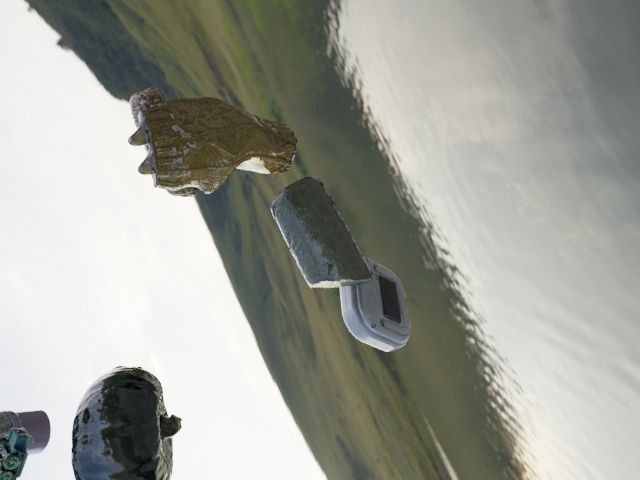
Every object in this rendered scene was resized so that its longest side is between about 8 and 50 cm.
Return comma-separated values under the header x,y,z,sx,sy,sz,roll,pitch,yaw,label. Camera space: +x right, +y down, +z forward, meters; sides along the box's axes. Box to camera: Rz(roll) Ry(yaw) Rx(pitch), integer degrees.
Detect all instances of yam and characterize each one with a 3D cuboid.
x,y,z,sx,sy,sz,roll,pitch,yaw,label
0.000,0.000,1.442,0.304,0.168,0.168,63,179,12,yam

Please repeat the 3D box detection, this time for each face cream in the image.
x,y,z,sx,sy,sz,roll,pitch,yaw,label
-0.667,0.380,1.067,0.154,0.096,0.273,18,-178,38,face cream

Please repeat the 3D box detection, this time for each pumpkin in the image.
x,y,z,sx,sy,sz,roll,pitch,yaw,label
-0.290,0.298,0.850,0.211,0.152,0.212,-175,90,-81,pumpkin

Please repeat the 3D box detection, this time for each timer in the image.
x,y,z,sx,sy,sz,roll,pitch,yaw,label
0.159,0.174,1.593,0.237,0.087,0.262,26,-136,-34,timer

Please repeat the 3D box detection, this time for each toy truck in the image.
x,y,z,sx,sy,sz,roll,pitch,yaw,label
-0.473,0.377,0.859,0.067,0.175,0.081,17,178,43,toy truck

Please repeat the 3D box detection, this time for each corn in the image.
x,y,z,sx,sy,sz,roll,pitch,yaw,label
-0.334,-0.204,1.196,0.086,0.086,0.253,69,179,-87,corn

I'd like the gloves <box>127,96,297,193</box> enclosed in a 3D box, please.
x,y,z,sx,sy,sz,roll,pitch,yaw,label
-0.208,-0.199,1.097,0.203,0.356,0.155,37,126,36,gloves
